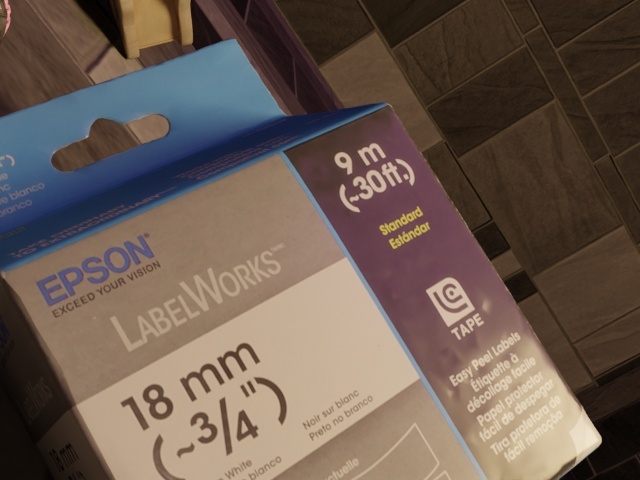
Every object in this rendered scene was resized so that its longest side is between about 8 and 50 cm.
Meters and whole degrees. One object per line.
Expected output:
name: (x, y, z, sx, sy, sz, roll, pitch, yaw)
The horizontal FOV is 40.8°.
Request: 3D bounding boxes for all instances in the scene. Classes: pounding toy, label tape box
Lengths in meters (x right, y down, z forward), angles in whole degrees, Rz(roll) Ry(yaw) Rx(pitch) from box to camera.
pounding toy: (-0.255, -0.330, 0.963, 0.154, 0.154, 0.270, 137, -67, -72)
label tape box: (-0.041, 0.033, 0.459, 0.334, 0.240, 0.106, 58, -32, 6)

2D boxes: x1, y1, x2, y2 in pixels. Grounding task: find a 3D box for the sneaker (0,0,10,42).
sneaker: (-0.205, -0.098, 0.482, 0.047, 0.119, 0.057, 13, 48, -20)
